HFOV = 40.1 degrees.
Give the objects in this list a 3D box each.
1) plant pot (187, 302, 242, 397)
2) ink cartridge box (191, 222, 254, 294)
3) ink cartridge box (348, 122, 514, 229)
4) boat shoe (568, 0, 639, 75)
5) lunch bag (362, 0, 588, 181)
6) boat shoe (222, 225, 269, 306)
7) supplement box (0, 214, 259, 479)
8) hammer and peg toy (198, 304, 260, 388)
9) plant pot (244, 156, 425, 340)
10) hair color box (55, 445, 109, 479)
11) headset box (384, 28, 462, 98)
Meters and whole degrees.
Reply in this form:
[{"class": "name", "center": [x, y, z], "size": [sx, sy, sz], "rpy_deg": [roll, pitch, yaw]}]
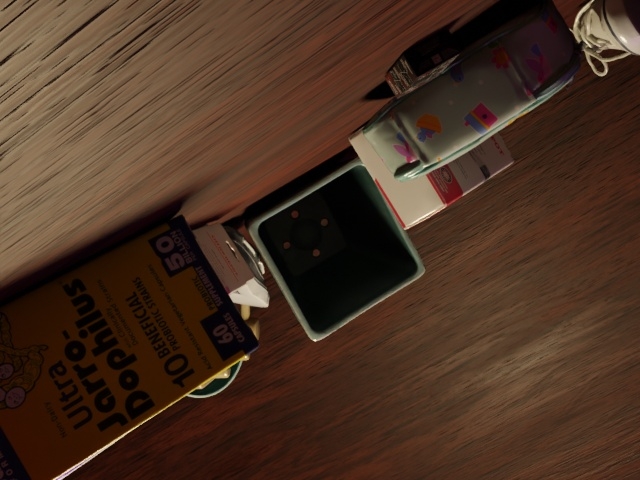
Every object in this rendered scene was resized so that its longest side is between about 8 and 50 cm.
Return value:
[{"class": "plant pot", "center": [-0.364, 0.243, 2.108], "size": [0.255, 0.272, 0.271], "rpy_deg": [-12, -167, 44]}, {"class": "ink cartridge box", "center": [-0.188, 0.048, 1.336], "size": [0.067, 0.115, 0.198], "rpy_deg": [-33, 178, 23]}, {"class": "ink cartridge box", "center": [0.183, -0.145, 1.408], "size": [0.100, 0.172, 0.237], "rpy_deg": [-32, 179, 43]}, {"class": "boat shoe", "center": [0.502, -0.375, 1.541], "size": [0.156, 0.136, 0.367], "rpy_deg": [-29, -170, 31]}, {"class": "lunch bag", "center": [0.202, -0.194, 1.118], "size": [0.279, 0.108, 0.224], "rpy_deg": [-31, -174, 26]}, {"class": "boat shoe", "center": [-0.153, 0.051, 1.643], "size": [0.108, 0.102, 0.301], "rpy_deg": [9, 163, 12]}, {"class": "supplement box", "center": [-0.290, 0.149, 1.056], "size": [0.356, 0.194, 0.195], "rpy_deg": [-31, 179, -32]}, {"class": "hammer and peg toy", "center": [-0.233, 0.155, 1.905], "size": [0.127, 0.266, 0.361], "rpy_deg": [-4, -176, 8]}, {"class": "plant pot", "center": [0.000, 0.000, 1.650], "size": [0.247, 0.247, 0.252], "rpy_deg": [-31, -166, -10]}, {"class": "hair color box", "center": [-0.485, 0.360, 1.841], "size": [0.339, 0.110, 0.185], "rpy_deg": [-31, -159, -37]}, {"class": "headset box", "center": [0.112, -0.194, 0.978], "size": [0.062, 0.032, 0.083], "rpy_deg": [-31, 180, -14]}]
